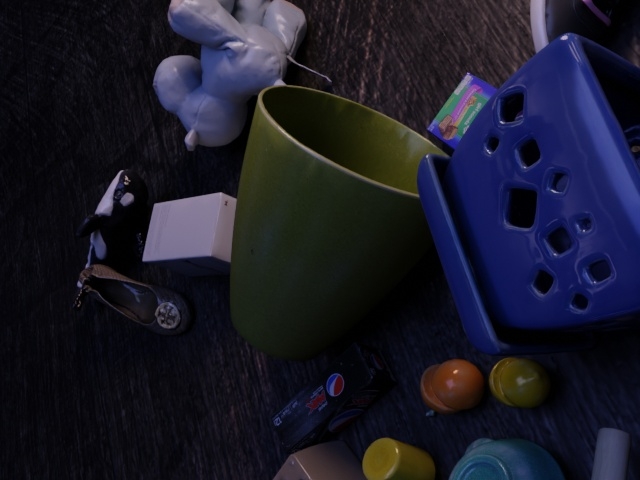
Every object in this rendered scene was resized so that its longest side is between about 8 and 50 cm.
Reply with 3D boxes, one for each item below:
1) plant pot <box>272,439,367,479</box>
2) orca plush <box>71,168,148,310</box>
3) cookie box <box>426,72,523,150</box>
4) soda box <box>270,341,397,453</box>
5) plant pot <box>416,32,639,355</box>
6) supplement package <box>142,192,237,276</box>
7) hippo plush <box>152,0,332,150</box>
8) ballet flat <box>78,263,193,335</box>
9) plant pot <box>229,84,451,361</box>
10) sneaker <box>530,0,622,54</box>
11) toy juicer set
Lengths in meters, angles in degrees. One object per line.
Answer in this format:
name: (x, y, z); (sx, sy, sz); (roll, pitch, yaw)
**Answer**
plant pot: (-0.004, 0.313, 0.898); (0.109, 0.096, 0.109); (-56, 44, 11)
orca plush: (-0.376, 0.015, 1.374); (0.102, 0.151, 0.287); (35, 98, 17)
cookie box: (0.201, -0.146, 0.932); (0.091, 0.040, 0.107); (-55, 46, 11)
soda box: (0.015, 0.207, 0.954); (0.169, 0.053, 0.060); (-45, 48, 22)
plant pot: (0.236, -0.016, 0.693); (0.212, 0.236, 0.235); (-32, 65, 39)
supplement package: (-0.186, -0.005, 1.198); (0.179, 0.105, 0.105); (-6, 69, 43)
hippo plush: (-0.144, -0.278, 1.242); (0.294, 0.234, 0.236); (42, 130, 3)
ballet flat: (-0.326, 0.099, 1.279); (0.250, 0.058, 0.084); (22, 97, 27)
plant pot: (0.000, 0.000, 0.935); (0.275, 0.275, 0.293); (50, 124, 43)
sneaker: (0.337, -0.314, 0.824); (0.147, 0.105, 0.295); (8, 74, 50)
toy juicer set: (0.202, 0.231, 0.751); (0.329, 0.089, 0.209); (19, 74, 54)
